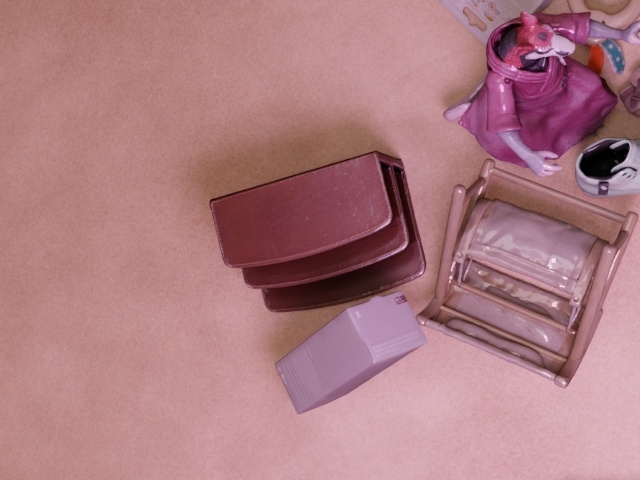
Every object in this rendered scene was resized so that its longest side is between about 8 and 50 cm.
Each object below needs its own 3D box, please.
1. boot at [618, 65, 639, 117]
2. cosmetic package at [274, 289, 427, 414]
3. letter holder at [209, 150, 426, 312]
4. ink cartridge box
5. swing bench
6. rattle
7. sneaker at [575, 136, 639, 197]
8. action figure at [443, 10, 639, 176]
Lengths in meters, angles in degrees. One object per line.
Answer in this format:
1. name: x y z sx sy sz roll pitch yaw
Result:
1. boot: 0.522 -0.238 1.598 0.118 0.042 0.087 -47 70 12
2. cosmetic package: 0.045 0.179 1.654 0.238 0.127 0.107 -39 72 50
3. letter holder: 0.000 0.000 1.723 0.301 0.152 0.215 -15 83 19
4. ink cartridge box: 0.305 -0.416 1.702 0.145 0.045 0.179 48 121 16
5. swing bench: 0.311 0.049 1.588 0.253 0.165 0.255 24 119 20
6. rattle: 0.436 -0.359 1.590 0.130 0.143 0.200 15 86 3
7. sneaker: 0.504 -0.117 1.538 0.255 0.151 0.094 -12 81 18
8. action figure: 0.311 -0.251 1.505 0.248 0.370 0.275 -48 64 0
